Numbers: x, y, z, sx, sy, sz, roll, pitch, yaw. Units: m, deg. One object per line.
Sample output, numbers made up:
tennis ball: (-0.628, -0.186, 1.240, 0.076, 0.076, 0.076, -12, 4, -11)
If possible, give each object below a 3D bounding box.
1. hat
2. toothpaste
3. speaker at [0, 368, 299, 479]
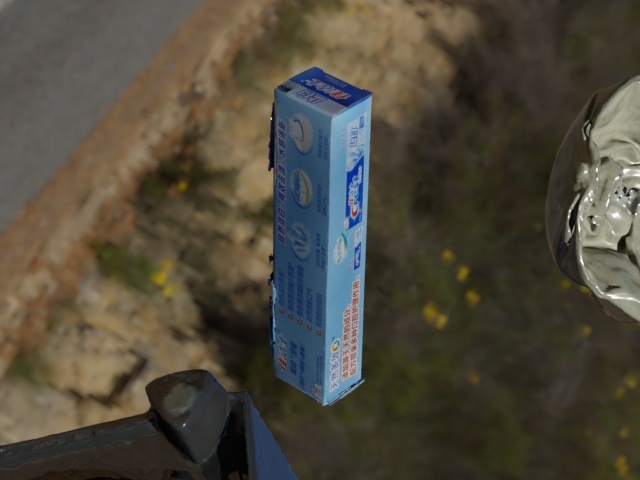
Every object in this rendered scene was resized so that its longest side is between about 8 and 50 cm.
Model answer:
hat: (0.234, -0.033, 1.641, 0.244, 0.149, 0.214, 162, -60, -68)
toothpaste: (0.000, 0.000, 1.480, 0.053, 0.066, 0.272, -32, 136, -40)
speaker: (-0.107, 0.214, 0.950, 0.254, 0.232, 0.184, 67, 12, -57)
